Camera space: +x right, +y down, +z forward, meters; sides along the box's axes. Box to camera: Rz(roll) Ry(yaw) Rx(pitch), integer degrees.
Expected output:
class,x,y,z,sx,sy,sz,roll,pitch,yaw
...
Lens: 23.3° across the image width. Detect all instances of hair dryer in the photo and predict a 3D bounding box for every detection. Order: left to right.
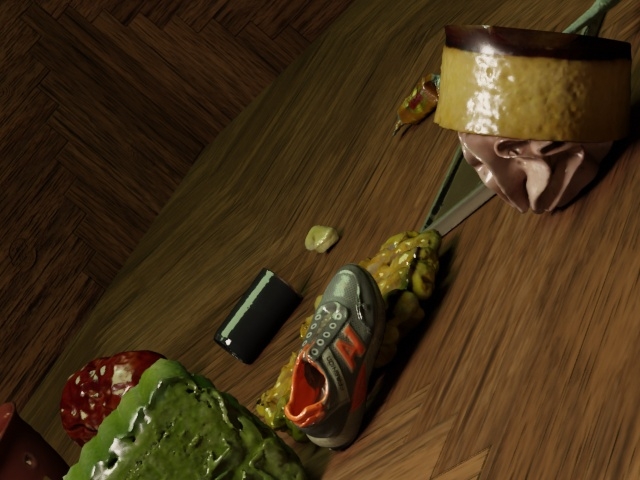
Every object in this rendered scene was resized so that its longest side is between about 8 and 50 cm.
class,x,y,z,sx,sy,sz,roll,pitch,yaw
hair dryer,-0.109,0.122,2.277,0.128,0.070,0.255,-53,4,-14

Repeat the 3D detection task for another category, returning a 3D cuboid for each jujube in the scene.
class,x,y,z,sx,sy,sz,roll,pitch,yaw
jujube,-0.305,0.244,2.383,0.230,0.155,0.155,-33,20,52

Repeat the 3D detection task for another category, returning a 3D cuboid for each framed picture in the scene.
class,x,y,z,sx,sy,sz,roll,pitch,yaw
framed picture,0.232,-0.143,1.873,0.232,0.024,0.315,-40,13,41

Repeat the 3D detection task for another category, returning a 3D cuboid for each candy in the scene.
class,x,y,z,sx,sy,sz,roll,pitch,yaw
candy,0.158,-0.217,2.352,0.182,0.046,0.053,-44,11,39

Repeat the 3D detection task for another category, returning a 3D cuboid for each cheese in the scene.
class,x,y,z,sx,sy,sz,roll,pitch,yaw
cheese,0.000,0.000,2.292,0.044,0.030,0.083,-46,16,-12

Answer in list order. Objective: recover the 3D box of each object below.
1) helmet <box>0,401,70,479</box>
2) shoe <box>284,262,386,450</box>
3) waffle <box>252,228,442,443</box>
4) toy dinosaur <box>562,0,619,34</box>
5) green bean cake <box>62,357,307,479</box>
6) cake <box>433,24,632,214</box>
class,x,y,z,sx,sy,sz,roll,pitch,yaw
helmet,-0.430,0.427,2.051,0.337,0.230,0.385,-36,25,46
shoe,0.012,0.111,1.571,0.074,0.077,0.194,-2,69,38
waffle,0.034,0.104,1.745,0.281,0.058,0.301,-43,12,24
toy dinosaur,0.369,-0.325,1.756,0.393,0.092,0.205,-54,11,-13
green bean cake,-0.143,0.250,1.576,0.214,0.200,0.113,-49,12,-2
cake,0.202,-0.116,1.513,0.185,0.207,0.178,11,95,38
